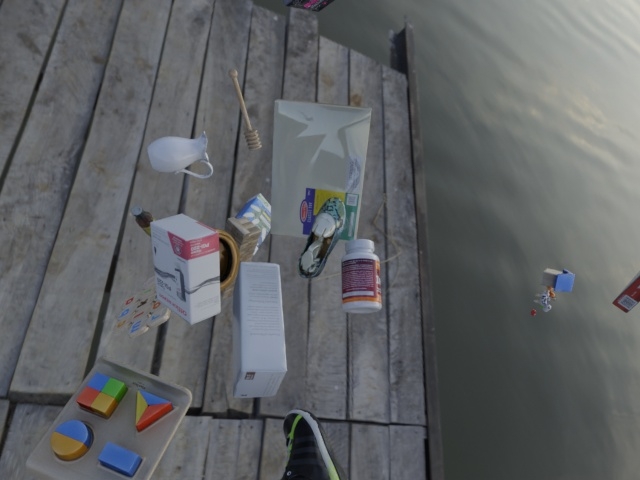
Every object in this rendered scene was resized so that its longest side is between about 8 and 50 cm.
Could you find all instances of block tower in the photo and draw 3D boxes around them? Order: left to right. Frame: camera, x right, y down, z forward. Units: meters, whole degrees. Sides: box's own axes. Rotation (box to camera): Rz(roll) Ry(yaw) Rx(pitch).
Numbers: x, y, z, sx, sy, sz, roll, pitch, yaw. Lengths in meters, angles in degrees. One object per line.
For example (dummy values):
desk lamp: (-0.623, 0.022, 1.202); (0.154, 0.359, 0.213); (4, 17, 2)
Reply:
block tower: (-0.311, 0.067, 1.653); (0.091, 0.335, 0.097); (40, 38, 21)

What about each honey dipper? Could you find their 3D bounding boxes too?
honey dipper: (-0.154, -0.262, 0.930); (0.030, 0.031, 0.160); (-36, 124, -37)

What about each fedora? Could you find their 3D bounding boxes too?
fedora: (-0.327, 0.059, 1.369); (0.194, 0.079, 0.194); (-9, 101, -52)

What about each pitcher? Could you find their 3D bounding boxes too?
pitcher: (-0.503, -0.294, 1.678); (0.207, 0.125, 0.177); (-14, 120, -12)

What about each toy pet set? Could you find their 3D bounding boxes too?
toy pet set: (0.567, 0.125, 1.115); (0.122, 0.065, 0.114); (-15, 115, -49)

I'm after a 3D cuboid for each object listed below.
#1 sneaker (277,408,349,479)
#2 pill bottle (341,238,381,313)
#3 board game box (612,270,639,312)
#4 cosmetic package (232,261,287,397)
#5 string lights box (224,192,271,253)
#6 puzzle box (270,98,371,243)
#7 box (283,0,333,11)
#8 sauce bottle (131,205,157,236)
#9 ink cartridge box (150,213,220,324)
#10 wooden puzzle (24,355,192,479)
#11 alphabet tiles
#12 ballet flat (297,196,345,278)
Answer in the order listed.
sneaker: (-0.031, 0.352, 0.724); (0.097, 0.235, 0.084); (-5, 108, -23)
pill bottle: (0.088, 0.078, 1.009); (0.086, 0.086, 0.151); (10, 68, -29)
board game box: (0.550, -0.015, 0.688); (0.281, 0.145, 0.027); (-36, 62, -23)
cosmetic package: (-0.119, 0.164, 0.874); (0.086, 0.117, 0.231); (3, 50, -17)
string lights box: (-0.275, -0.056, 1.833); (0.133, 0.077, 0.259); (51, 38, -21)
puzzle box: (-0.007, -0.194, 1.361); (0.272, 0.408, 0.052); (8, 24, 5)
box: (0.026, -0.549, 0.811); (0.142, 0.247, 0.163); (-36, 103, -57)
sauce bottle: (-0.431, -0.048, 1.146); (0.042, 0.128, 0.042); (1, 69, -2)
ink cartridge box: (-0.320, 0.066, 1.102); (0.092, 0.159, 0.217); (-22, 124, -43)
wooden puzzle: (-0.581, 0.521, 1.287); (0.322, 0.080, 0.347); (19, 55, 7)
alphabet tiles: (-0.513, 0.181, 1.442); (0.021, 0.278, 0.284); (58, 9, -30)
ballet flat: (0.000, 0.000, 0.975); (0.070, 0.070, 0.188); (9, 108, -30)
